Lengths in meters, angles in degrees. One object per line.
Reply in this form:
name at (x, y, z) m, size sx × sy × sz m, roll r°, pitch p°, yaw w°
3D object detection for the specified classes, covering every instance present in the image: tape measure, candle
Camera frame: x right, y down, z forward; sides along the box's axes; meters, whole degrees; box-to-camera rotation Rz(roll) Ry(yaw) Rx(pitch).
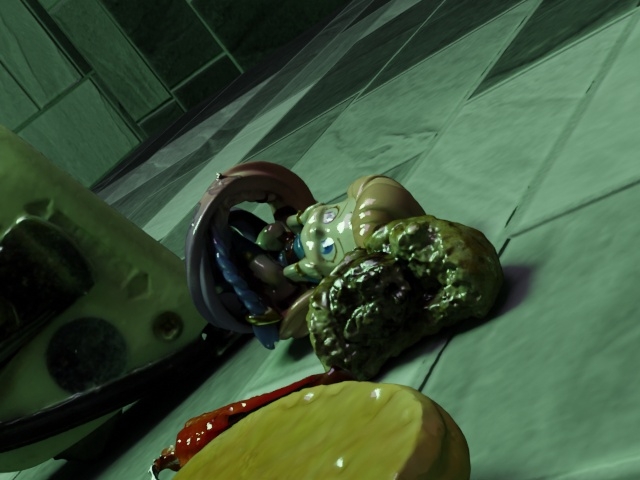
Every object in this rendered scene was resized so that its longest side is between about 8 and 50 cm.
tape measure at (-0.212, 0.069, 0.849) m, size 0.231 × 0.271 × 0.133 m, roll -55°, pitch 17°, yaw -8°
candle at (-0.038, 0.108, 0.627) m, size 0.053 × 0.048 × 0.162 m, roll -2°, pitch -18°, yaw -44°

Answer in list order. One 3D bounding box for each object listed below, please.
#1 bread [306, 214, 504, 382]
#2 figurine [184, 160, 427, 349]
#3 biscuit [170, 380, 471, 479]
bread at (0.042, 0.024, 0.642) m, size 0.113 × 0.060 × 0.082 m, roll -35°, pitch 15°, yaw 21°
figurine at (0.000, 0.005, 0.763) m, size 0.157 × 0.114 × 0.126 m, roll -5°, pitch 57°, yaw 15°
biscuit at (-0.079, 0.193, 0.390) m, size 0.376 × 0.051 × 0.269 m, roll -48°, pitch 17°, yaw -26°
